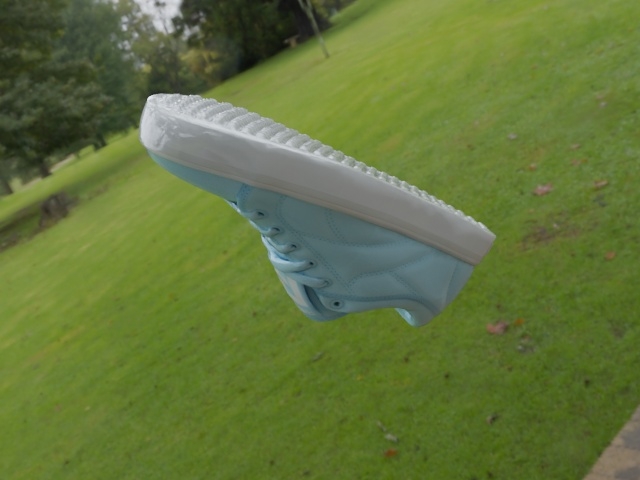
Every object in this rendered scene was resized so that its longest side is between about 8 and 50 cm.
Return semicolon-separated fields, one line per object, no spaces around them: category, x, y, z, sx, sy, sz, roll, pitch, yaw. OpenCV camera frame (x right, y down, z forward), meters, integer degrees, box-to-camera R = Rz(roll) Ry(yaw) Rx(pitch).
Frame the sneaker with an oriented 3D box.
sneaker;0.000;0.000;0.633;0.150;0.366;0.135;-63;34;9
